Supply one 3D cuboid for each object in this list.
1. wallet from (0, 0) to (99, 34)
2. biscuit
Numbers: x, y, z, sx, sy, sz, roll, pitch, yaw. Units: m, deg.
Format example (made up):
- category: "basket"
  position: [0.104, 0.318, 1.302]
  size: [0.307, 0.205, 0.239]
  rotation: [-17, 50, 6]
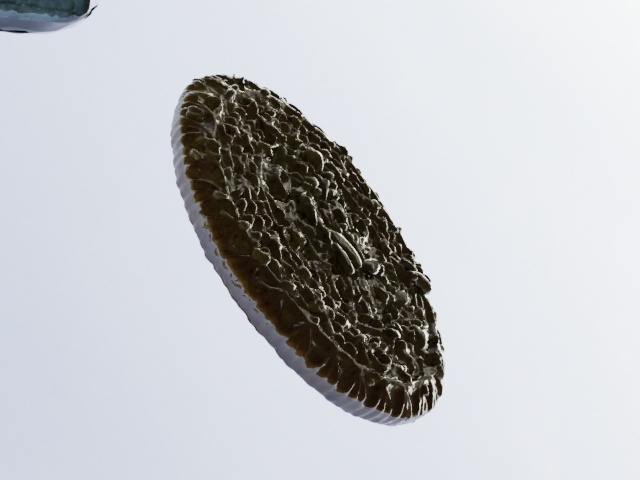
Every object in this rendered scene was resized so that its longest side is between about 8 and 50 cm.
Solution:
- category: "wallet"
  position: [-0.147, -0.269, 0.562]
  size: [0.190, 0.379, 0.046]
  rotation: [9, -167, -6]
- category: "biscuit"
  position: [0.000, 0.000, 1.204]
  size: [0.305, 0.038, 0.305]
  rotation: [43, -155, -26]
